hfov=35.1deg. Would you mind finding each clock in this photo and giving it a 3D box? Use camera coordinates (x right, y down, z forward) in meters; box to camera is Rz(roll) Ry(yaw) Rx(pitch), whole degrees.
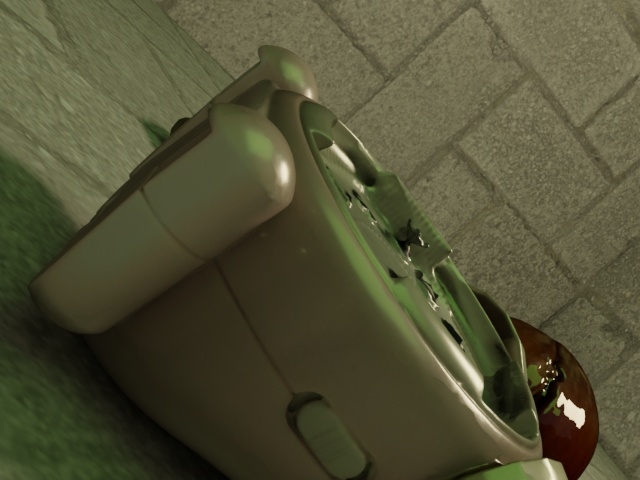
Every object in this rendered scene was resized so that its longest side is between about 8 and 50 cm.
[{"bbox_3d":[0.013,0.061,0.624,0.326,0.184,0.342,47,19,-12],"label":"clock"}]

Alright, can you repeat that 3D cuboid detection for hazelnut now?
[{"bbox_3d":[0.207,0.183,1.108,0.212,0.181,0.181,49,6,10],"label":"hazelnut"}]

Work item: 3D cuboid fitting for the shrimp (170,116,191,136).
[{"bbox_3d":[0.000,0.000,1.208,0.445,0.110,0.221,39,9,-1],"label":"shrimp"}]
